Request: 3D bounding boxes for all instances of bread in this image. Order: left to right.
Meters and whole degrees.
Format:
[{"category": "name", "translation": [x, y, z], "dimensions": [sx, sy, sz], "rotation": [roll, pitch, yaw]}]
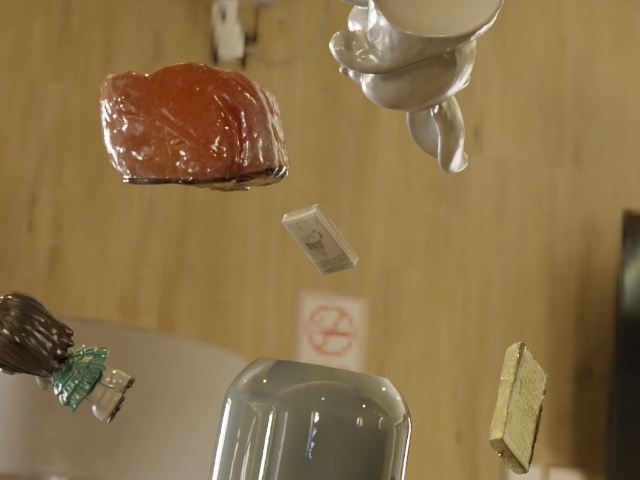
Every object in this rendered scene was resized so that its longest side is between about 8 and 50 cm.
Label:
[{"category": "bread", "translation": [-0.125, -0.111, 1.642], "dimensions": [0.190, 0.123, 0.244], "rotation": [0, -1, 2]}, {"category": "bread", "translation": [0.227, 0.192, 1.849], "dimensions": [0.028, 0.153, 0.068], "rotation": [-15, -51, 31]}]

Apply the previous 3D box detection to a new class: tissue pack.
[{"category": "tissue pack", "translation": [0.000, 0.000, 2.126], "dimensions": [0.056, 0.023, 0.108], "rotation": [-18, -54, 29]}]

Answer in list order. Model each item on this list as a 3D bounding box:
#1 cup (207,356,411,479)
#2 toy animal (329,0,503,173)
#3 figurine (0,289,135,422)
[{"category": "cup", "translation": [-0.018, 0.283, 1.630], "dimensions": [0.206, 0.312, 0.205], "rotation": [10, -7, 1]}, {"category": "toy animal", "translation": [0.068, -0.133, 1.238], "dimensions": [0.131, 0.103, 0.220], "rotation": [-11, -27, -5]}, {"category": "figurine", "translation": [-0.388, 0.171, 2.295], "dimensions": [0.246, 0.138, 0.110], "rotation": [32, -43, -8]}]
